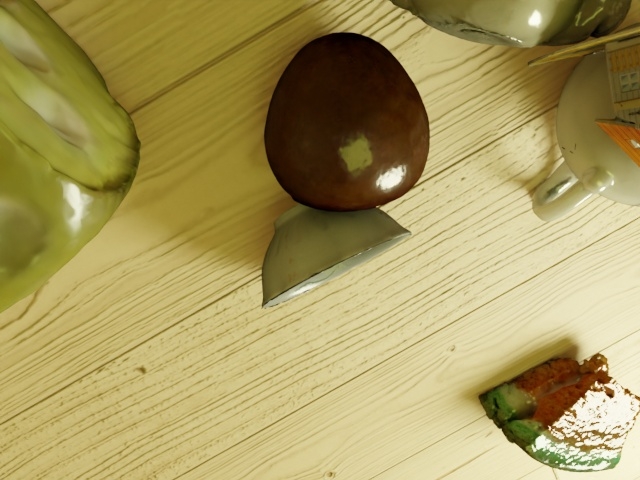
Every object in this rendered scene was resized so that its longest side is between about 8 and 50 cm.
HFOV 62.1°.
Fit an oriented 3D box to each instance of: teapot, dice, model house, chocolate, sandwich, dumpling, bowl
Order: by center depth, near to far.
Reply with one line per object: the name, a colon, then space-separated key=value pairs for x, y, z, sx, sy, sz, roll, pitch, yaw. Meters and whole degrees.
dice: x=-0.300 y=-0.081 z=0.395 sx=0.227 sy=0.233 sz=0.238 roll=-34 pitch=123 yaw=5
dumpling: x=0.152 y=-0.255 z=0.456 sx=0.247 sy=0.142 sz=0.172 roll=14 pitch=136 yaw=11
model house: x=0.320 y=-0.126 z=0.471 sx=0.207 sy=0.219 sz=0.135 roll=-21 pitch=102 yaw=-33
chocolate: x=0.028 y=-0.116 z=0.522 sx=0.177 sy=0.176 sz=0.176 roll=-8 pitch=121 yaw=-13
bowl: x=0.000 y=0.000 z=0.605 sx=0.189 sy=0.189 sz=0.086 roll=-27 pitch=82 yaw=0
teapot: x=0.372 y=-0.136 z=0.631 sx=0.208 sy=0.166 sz=0.300 roll=41 pitch=112 yaw=-14
sandwich: x=0.440 y=0.304 z=0.922 sx=0.212 sy=0.109 sz=0.292 roll=-43 pitch=122 yaw=11
